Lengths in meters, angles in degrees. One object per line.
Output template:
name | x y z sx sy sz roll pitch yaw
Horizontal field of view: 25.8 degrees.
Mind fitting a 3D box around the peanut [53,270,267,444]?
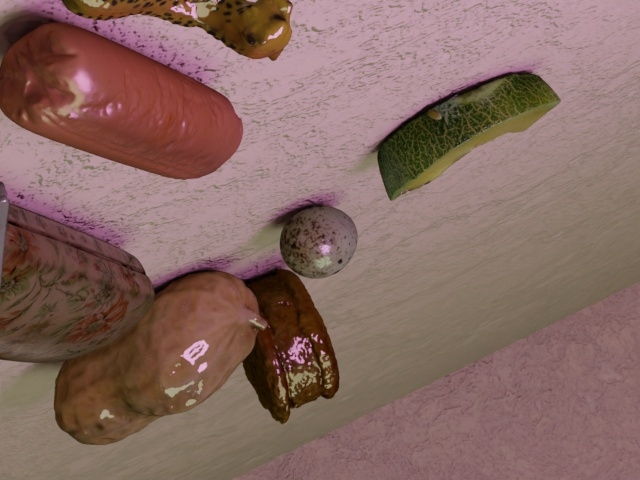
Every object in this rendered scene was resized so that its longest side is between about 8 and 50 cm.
peanut | -0.204 0.150 1.685 0.291 0.143 0.159 -32 -173 17

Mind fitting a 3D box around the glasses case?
glasses case | -0.287 0.045 1.289 0.156 0.098 0.425 -32 164 8

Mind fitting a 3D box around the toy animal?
toy animal | -0.109 -0.165 0.822 0.073 0.136 0.181 -36 161 32

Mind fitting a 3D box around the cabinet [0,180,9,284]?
cabinet | -0.277 -0.059 0.761 0.150 0.206 0.145 -20 163 -22

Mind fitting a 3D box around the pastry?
pastry | -0.048 0.134 1.807 0.103 0.189 0.189 -21 164 -13

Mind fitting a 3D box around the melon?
melon | 0.163 -0.125 1.548 0.209 0.064 0.118 -24 164 -17

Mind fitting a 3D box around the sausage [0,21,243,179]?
sausage | -0.146 -0.100 1.071 0.086 0.086 0.289 -31 165 16

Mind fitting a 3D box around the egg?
egg | 0.000 0.000 1.643 0.110 0.085 0.085 -33 174 -47
